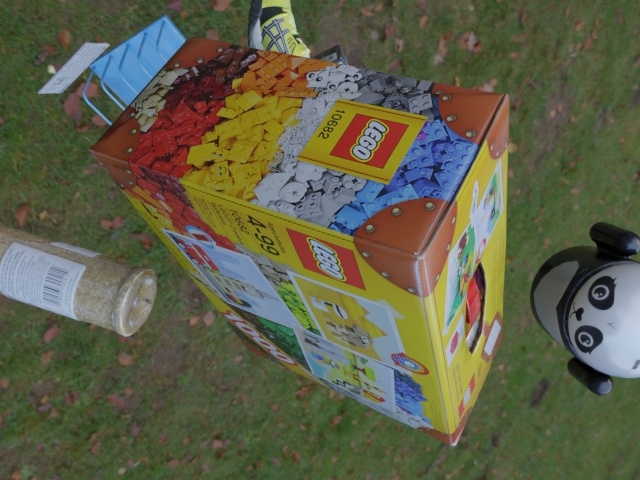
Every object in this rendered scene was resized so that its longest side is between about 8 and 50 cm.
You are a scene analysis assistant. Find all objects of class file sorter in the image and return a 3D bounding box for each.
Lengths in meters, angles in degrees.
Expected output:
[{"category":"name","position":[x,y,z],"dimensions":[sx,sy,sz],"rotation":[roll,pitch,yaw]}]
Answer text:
[{"category":"file sorter","position":[-0.294,-0.269,1.014],"dimensions":[0.170,0.104,0.118],"rotation":[-24,133,20]}]

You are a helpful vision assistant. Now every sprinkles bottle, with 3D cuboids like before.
[{"category":"sprinkles bottle","position":[-0.461,0.055,1.007],"dimensions":[0.121,0.356,0.121],"rotation":[16,90,-81]}]

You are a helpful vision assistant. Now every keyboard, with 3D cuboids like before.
[{"category":"keyboard","position":[-0.640,-0.442,1.548],"dimensions":[0.072,0.256,0.014],"rotation":[-31,96,-53]}]

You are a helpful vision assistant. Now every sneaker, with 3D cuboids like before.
[{"category":"sneaker","position":[-0.087,-0.437,1.395],"dimensions":[0.145,0.147,0.384],"rotation":[49,41,-72]}]

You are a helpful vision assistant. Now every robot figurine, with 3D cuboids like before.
[{"category":"robot figurine","position":[0.428,0.101,0.921],"dimensions":[0.174,0.278,0.209],"rotation":[-33,98,4]}]

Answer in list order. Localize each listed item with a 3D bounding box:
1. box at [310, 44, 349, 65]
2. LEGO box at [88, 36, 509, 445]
[{"category":"box","position":[0.040,-0.390,1.721],"dimensions":[0.165,0.143,0.270],"rotation":[-23,120,13]},{"category":"LEGO box","position":[0.021,0.027,0.753],"dimensions":[0.193,0.373,0.500],"rotation":[-58,151,-24]}]
